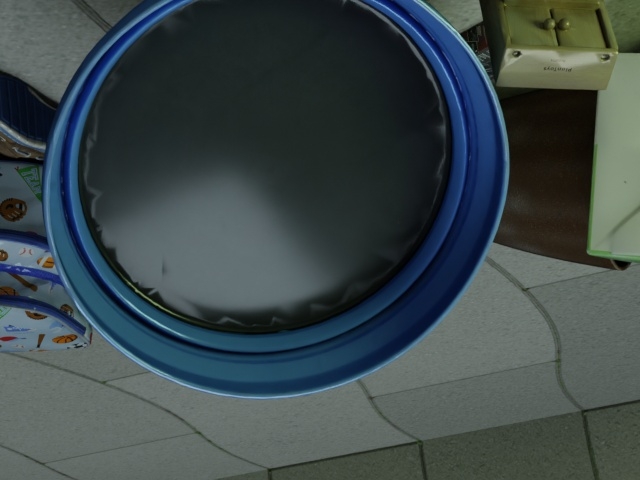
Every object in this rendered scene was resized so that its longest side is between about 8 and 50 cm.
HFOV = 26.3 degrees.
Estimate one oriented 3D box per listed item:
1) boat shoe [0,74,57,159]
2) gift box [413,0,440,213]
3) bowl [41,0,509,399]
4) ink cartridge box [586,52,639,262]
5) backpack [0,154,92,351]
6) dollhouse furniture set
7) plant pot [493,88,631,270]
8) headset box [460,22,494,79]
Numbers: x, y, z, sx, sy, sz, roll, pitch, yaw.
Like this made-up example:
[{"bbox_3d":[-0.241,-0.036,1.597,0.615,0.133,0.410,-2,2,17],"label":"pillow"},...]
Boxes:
[{"bbox_3d":[-0.315,-0.116,1.429,0.066,0.066,0.183,-14,159,22],"label":"boat shoe"},{"bbox_3d":[0.003,-0.069,1.370,0.258,0.276,0.255,-2,165,-15],"label":"gift box"},{"bbox_3d":[-0.038,-0.052,1.159,0.391,0.077,0.391,-5,116,-11],"label":"bowl"},{"bbox_3d":[0.391,-0.073,1.473,0.119,0.207,0.353,4,179,26],"label":"ink cartridge box"},{"bbox_3d":[-0.371,0.011,1.580,0.277,0.213,0.263,-7,149,9],"label":"backpack"},{"bbox_3d":[0.202,-0.267,1.121,0.212,0.161,0.242,2,138,-7],"label":"dollhouse furniture set"},{"bbox_3d":[0.230,-0.076,1.544,0.230,0.215,0.215,1,165,26],"label":"plant pot"},{"bbox_3d":[0.171,-0.194,1.413,0.083,0.032,0.062,-22,154,40],"label":"headset box"}]
